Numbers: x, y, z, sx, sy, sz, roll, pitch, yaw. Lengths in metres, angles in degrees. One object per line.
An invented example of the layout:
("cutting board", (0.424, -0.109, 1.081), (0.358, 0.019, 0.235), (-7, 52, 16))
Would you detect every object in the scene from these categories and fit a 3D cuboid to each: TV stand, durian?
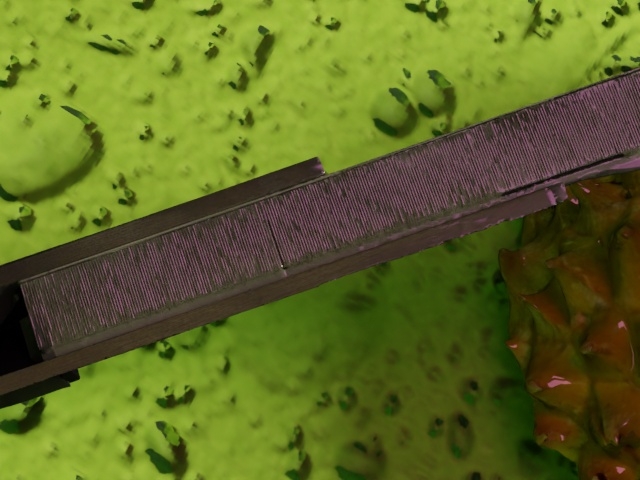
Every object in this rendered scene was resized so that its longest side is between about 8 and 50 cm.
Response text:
("TV stand", (0.000, 0.000, 0.576), (0.256, 0.049, 0.040), (-19, 75, -1))
("durian", (0.197, -0.021, 0.644), (0.185, 0.195, 0.305), (41, 62, 7))
